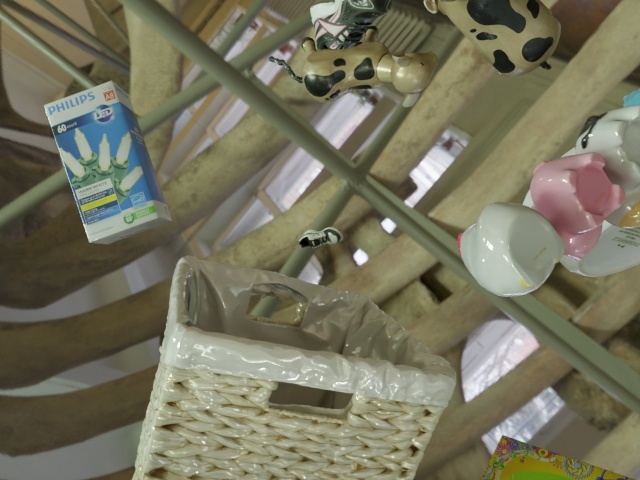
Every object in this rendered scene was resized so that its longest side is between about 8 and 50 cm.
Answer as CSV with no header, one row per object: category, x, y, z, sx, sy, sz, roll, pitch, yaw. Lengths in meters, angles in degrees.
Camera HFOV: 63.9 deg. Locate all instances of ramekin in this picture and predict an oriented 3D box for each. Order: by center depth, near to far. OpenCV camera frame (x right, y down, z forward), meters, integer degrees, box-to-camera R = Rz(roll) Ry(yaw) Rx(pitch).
ramekin,0.483,-0.053,0.833,0.273,0.273,0.127,32,-150,-47

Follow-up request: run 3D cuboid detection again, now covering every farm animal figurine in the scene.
farm animal figurine,0.142,-0.273,0.584,0.327,0.330,0.172,15,-139,-17

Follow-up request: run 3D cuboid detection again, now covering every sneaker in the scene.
sneaker,0.044,-0.304,0.728,0.072,0.077,0.178,-6,-167,-21
sneaker,0.000,0.000,0.847,0.083,0.037,0.031,-8,115,43

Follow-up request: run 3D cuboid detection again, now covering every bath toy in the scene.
bath toy,0.301,-0.047,0.617,0.151,0.348,0.129,59,162,-8

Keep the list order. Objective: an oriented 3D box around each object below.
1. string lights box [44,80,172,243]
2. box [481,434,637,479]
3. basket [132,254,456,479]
string lights box,-0.381,-0.137,0.929,0.077,0.133,0.259,55,-165,-87
box,0.313,0.443,0.610,0.279,0.290,0.177,2,134,47
basket,-0.061,0.206,0.690,0.329,0.266,0.331,14,-174,-16
